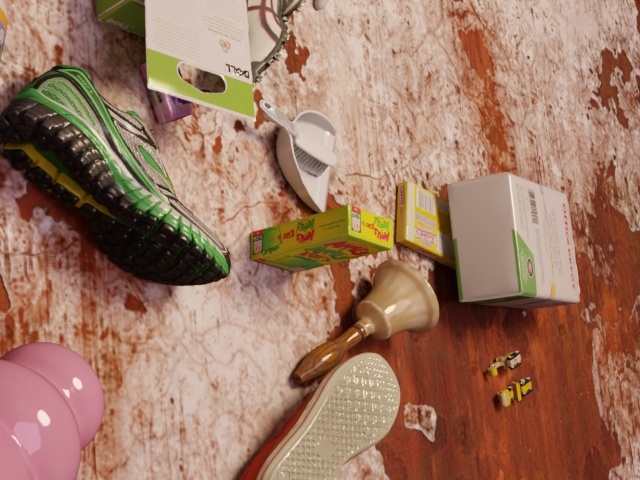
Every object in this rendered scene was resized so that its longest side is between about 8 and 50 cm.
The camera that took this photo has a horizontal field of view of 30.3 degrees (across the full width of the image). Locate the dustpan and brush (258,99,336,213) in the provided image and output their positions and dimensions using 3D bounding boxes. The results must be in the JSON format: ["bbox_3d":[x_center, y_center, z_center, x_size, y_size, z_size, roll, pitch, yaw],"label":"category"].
[{"bbox_3d":[-0.033,-0.144,1.710,0.211,0.060,0.147,31,57,-40],"label":"dustpan and brush"}]

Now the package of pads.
[{"bbox_3d":[-0.201,-0.198,1.555,0.050,0.032,0.083,-26,99,-50],"label":"package of pads"}]

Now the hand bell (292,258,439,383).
[{"bbox_3d":[0.048,0.139,1.712,0.242,0.126,0.126,-34,105,-35],"label":"hand bell"}]

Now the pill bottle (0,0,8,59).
[{"bbox_3d":[-0.414,-0.132,1.199,0.152,0.152,0.272,25,61,-43],"label":"pill bottle"}]

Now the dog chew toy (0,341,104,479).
[{"bbox_3d":[-0.333,0.212,1.162,0.206,0.206,0.332,64,34,-13],"label":"dog chew toy"}]

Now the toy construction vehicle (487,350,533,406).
[{"bbox_3d":[0.323,0.238,2.033,0.098,0.035,0.086,-28,111,-47],"label":"toy construction vehicle"}]

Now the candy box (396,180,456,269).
[{"bbox_3d":[0.199,-0.017,1.964,0.206,0.027,0.105,25,62,-43],"label":"candy box"}]

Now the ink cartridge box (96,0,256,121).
[{"bbox_3d":[-0.189,-0.277,1.528,0.189,0.097,0.255,13,65,-46],"label":"ink cartridge box"}]

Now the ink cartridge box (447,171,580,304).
[{"bbox_3d":[0.332,0.009,2.007,0.278,0.117,0.201,10,72,-58],"label":"ink cartridge box"}]

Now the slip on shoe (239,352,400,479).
[{"bbox_3d":[-0.001,0.262,1.593,0.331,0.101,0.123,-44,107,-43],"label":"slip on shoe"}]

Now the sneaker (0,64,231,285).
[{"bbox_3d":[-0.220,-0.074,1.419,0.343,0.134,0.146,49,46,-27],"label":"sneaker"}]

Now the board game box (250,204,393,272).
[{"bbox_3d":[0.000,0.000,1.611,0.092,0.181,0.043,18,66,-45],"label":"board game box"}]

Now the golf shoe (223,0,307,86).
[{"bbox_3d":[-0.102,-0.311,1.673,0.120,0.105,0.273,32,49,-17],"label":"golf shoe"}]

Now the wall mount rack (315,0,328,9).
[{"bbox_3d":[-0.014,-0.550,1.814,0.350,0.130,0.304,30,54,-40],"label":"wall mount rack"}]
